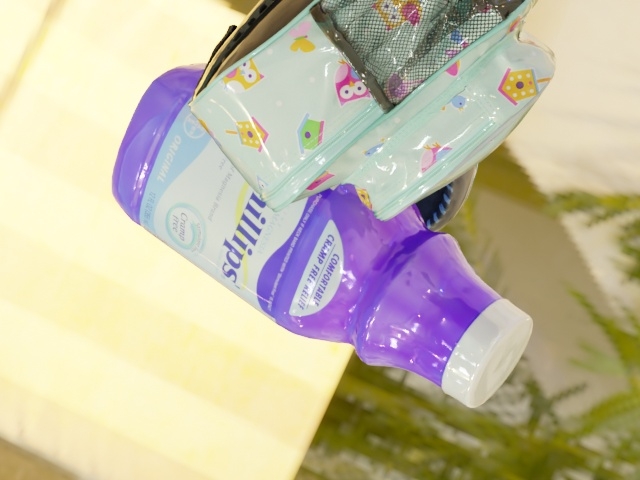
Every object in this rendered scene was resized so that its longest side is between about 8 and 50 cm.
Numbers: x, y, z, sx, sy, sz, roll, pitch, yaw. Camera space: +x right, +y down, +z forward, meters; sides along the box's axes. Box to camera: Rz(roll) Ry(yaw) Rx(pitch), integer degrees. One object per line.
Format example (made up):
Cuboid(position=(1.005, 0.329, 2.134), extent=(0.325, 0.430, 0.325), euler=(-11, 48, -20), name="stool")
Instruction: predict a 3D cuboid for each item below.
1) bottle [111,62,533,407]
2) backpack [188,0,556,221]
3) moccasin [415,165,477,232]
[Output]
Cuboid(position=(0.000, 0.000, 1.159), extent=(0.092, 0.283, 0.118), euler=(-19, 139, -56), name="bottle")
Cuboid(position=(0.030, -0.091, 0.982), extent=(0.188, 0.144, 0.166), euler=(-31, -173, 12), name="backpack")
Cuboid(position=(0.021, -0.161, 1.166), extent=(0.117, 0.137, 0.342), euler=(-53, 132, -71), name="moccasin")
